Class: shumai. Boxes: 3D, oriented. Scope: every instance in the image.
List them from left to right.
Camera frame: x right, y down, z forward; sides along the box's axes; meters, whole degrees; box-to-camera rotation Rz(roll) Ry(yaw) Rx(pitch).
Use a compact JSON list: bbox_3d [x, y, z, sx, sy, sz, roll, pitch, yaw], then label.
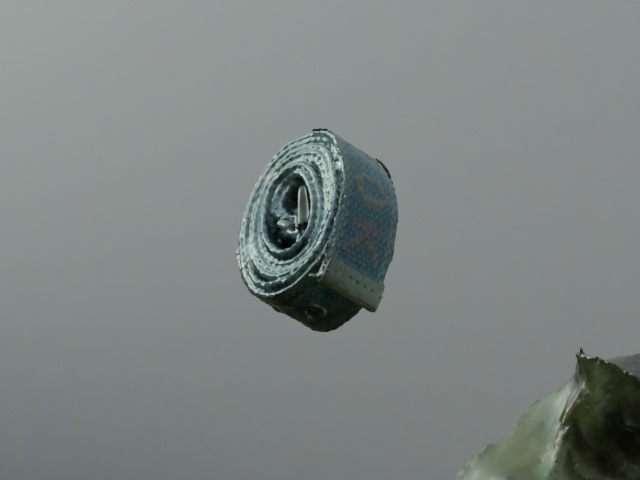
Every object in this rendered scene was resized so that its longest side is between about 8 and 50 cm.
[{"bbox_3d":[0.323,0.275,1.800,0.395,0.348,0.395,32,1,-1],"label":"shumai"}]

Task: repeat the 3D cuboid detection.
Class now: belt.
[{"bbox_3d":[0.000,-0.006,1.408,0.082,0.163,0.147,30,-33,-26],"label":"belt"}]
